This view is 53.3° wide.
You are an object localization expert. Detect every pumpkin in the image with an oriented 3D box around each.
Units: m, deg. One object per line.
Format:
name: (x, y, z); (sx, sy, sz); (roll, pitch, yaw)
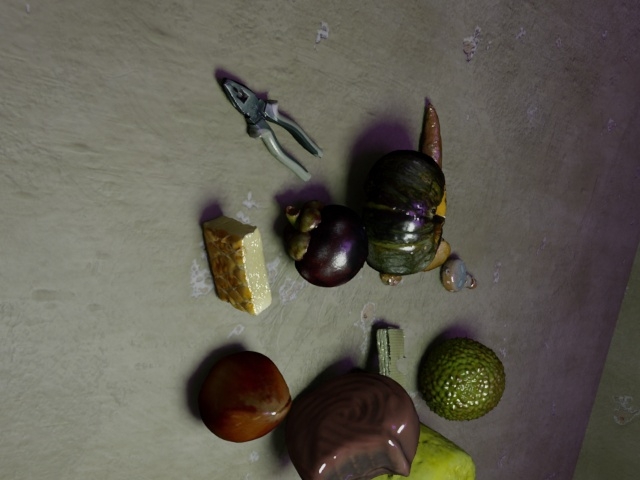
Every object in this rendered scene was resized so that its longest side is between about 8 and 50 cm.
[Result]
pumpkin: (0.207, -0.070, 1.579); (0.320, 0.192, 0.320); (6, 90, -74)

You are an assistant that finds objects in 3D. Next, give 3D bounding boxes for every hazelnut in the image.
hazelnut: (-0.152, 0.344, 1.375); (0.208, 0.208, 0.208); (-17, 115, -41)

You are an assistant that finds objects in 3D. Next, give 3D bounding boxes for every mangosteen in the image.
mangosteen: (0.000, 0.000, 1.446); (0.230, 0.194, 0.194); (28, 82, -22)

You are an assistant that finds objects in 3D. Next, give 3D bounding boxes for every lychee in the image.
lychee: (0.441, 0.432, 1.981); (0.320, 0.270, 0.270); (-66, 154, -65)

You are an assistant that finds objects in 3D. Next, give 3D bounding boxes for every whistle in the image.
whistle: (0.437, 0.117, 2.016); (0.220, 0.057, 0.107); (21, 74, -52)

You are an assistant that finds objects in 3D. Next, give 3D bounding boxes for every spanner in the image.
spanner: (-0.102, -0.237, 1.349); (0.325, 0.040, 0.095); (40, 74, -47)

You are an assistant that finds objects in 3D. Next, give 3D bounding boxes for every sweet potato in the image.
sweet potato: (0.305, -0.219, 1.752); (0.066, 0.072, 0.314); (-13, 115, -28)

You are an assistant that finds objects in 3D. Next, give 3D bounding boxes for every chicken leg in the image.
chicken leg: (0.272, 0.059, 1.806); (0.251, 0.087, 0.107); (-29, 112, -29)

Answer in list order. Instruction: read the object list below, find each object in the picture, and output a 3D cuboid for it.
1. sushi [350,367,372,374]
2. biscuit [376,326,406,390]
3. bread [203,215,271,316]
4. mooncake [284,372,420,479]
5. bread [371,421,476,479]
sushi: (0.127, 0.421, 1.781); (0.090, 0.078, 0.150); (-55, 134, -26)
biscuit: (0.204, 0.369, 1.796); (0.147, 0.046, 0.250); (14, 72, -64)
bread: (-0.170, 0.053, 1.313); (0.068, 0.125, 0.188); (-29, 123, -38)
mooncake: (0.068, 0.480, 1.563); (0.334, 0.326, 0.174); (-59, 137, -46)
bread: (0.250, 0.695, 1.832); (0.348, 0.308, 0.348); (-15, 113, -38)
